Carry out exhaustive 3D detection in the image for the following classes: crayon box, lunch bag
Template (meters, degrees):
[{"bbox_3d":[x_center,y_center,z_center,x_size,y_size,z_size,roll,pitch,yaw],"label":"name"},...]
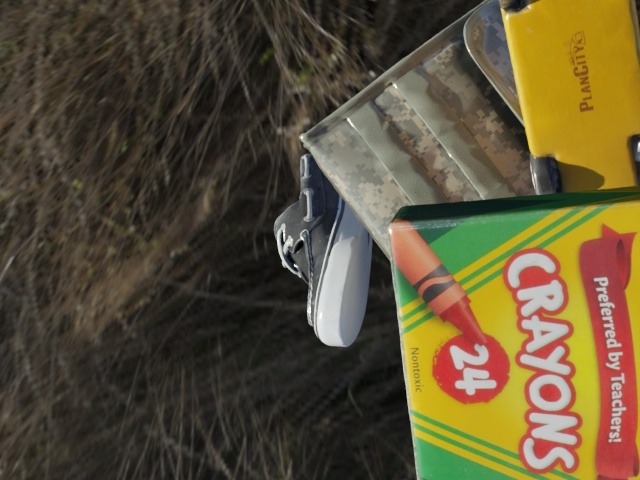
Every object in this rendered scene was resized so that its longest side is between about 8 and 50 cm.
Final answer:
[{"bbox_3d":[0.214,0.065,1.004,0.318,0.081,0.202,-6,100,11],"label":"crayon box"},{"bbox_3d":[0.163,-0.087,1.425,0.287,0.169,0.235,-37,90,0],"label":"lunch bag"}]

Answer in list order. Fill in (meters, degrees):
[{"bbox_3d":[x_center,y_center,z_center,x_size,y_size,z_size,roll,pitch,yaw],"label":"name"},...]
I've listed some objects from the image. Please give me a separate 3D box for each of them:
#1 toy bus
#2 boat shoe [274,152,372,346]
[{"bbox_3d":[0.203,-0.179,1.243,0.108,0.130,0.333,-12,117,8],"label":"toy bus"},{"bbox_3d":[0.000,0.000,1.622,0.102,0.301,0.108,0,132,7],"label":"boat shoe"}]
